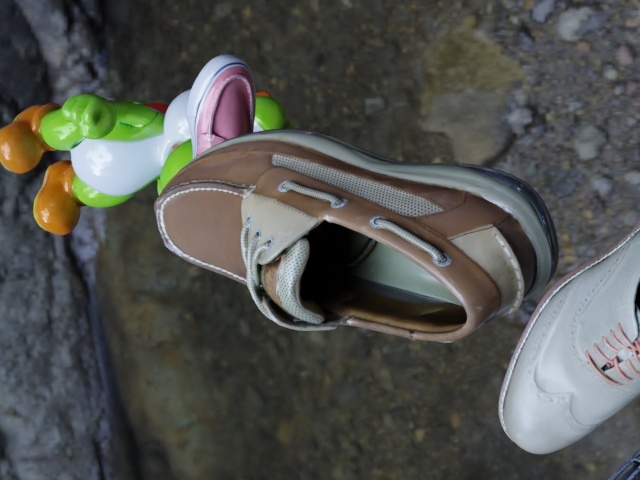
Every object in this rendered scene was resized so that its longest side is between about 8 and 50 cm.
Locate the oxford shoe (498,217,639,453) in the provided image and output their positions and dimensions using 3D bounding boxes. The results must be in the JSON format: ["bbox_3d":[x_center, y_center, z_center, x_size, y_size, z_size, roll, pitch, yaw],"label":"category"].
[{"bbox_3d":[0.304,0.087,1.214,0.140,0.146,0.397,34,117,3],"label":"oxford shoe"}]

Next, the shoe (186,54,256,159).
[{"bbox_3d":[-0.073,-0.064,1.025,0.081,0.063,0.178,43,132,42],"label":"shoe"}]

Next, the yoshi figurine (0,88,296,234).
[{"bbox_3d":[-0.208,-0.085,1.416,0.362,0.203,0.203,-6,87,25],"label":"yoshi figurine"}]

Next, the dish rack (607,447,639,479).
[{"bbox_3d":[0.257,0.192,0.596,0.271,0.208,0.074,25,142,44],"label":"dish rack"}]

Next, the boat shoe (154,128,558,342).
[{"bbox_3d":[0.000,0.000,0.845,0.324,0.120,0.122,6,124,37],"label":"boat shoe"}]
